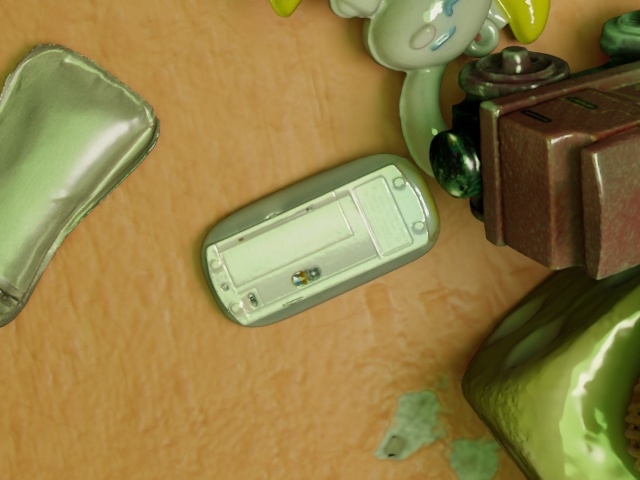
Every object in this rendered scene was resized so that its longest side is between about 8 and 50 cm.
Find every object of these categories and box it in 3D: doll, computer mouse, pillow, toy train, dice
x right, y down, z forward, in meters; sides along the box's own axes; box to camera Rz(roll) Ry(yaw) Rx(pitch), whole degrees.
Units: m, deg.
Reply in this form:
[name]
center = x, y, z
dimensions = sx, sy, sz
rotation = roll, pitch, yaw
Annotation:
[doll]
center = 0.082, -0.210, 1.194
dimensions = 0.237, 0.111, 0.252
rotation = 36, 78, -23
[computer mouse]
center = 0.000, 0.000, 1.235
dimensions = 0.199, 0.045, 0.102
rotation = -25, 100, 4
[pillow]
center = -0.242, -0.046, 1.214
dimensions = 0.131, 0.038, 0.232
rotation = 38, 90, -4
[toy train]
center = 0.243, -0.080, 1.134
dimensions = 0.304, 0.221, 0.150
rotation = -18, 116, -24
[dice]
center = 0.266, 0.127, 1.181
dimensions = 0.238, 0.233, 0.226
rotation = -38, 96, -2

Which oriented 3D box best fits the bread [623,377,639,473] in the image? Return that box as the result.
[bread]
center = 0.286, 0.095, 1.011
dimensions = 0.132, 0.114, 0.190
rotation = 27, 82, 4
